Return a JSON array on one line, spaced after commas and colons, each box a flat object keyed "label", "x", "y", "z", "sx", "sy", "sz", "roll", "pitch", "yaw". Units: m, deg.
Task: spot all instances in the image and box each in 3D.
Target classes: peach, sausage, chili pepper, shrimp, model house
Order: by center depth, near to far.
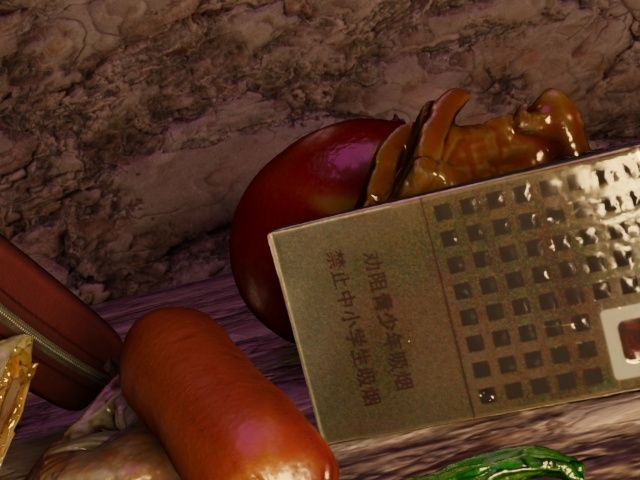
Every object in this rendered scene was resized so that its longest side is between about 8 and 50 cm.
[{"label": "chili pepper", "x": 0.094, "y": 0.145, "z": 0.743, "sx": 0.118, "sy": 0.035, "sz": 0.055, "roll": -5, "pitch": 13, "yaw": -19}, {"label": "sausage", "x": -0.078, "y": 0.121, "z": 0.905, "sx": 0.089, "sy": 0.083, "sz": 0.300, "roll": -7, "pitch": 18, "yaw": -23}, {"label": "shrimp", "x": -0.175, "y": 0.163, "z": 1.079, "sx": 0.168, "sy": 0.077, "sz": 0.317, "roll": -15, "pitch": 10, "yaw": -13}, {"label": "model house", "x": 0.109, "y": 0.004, "z": 1.082, "sx": 0.229, "sy": 0.219, "sz": 0.199, "roll": -16, "pitch": -16, "yaw": -27}, {"label": "peach", "x": 0.000, "y": 0.000, "z": 1.444, "sx": 0.201, "sy": 0.257, "sz": 0.362, "roll": -24, "pitch": 18, "yaw": -40}]

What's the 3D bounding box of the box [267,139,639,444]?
[{"label": "box", "x": 0.136, "y": 0.041, "z": 0.962, "sx": 0.325, "sy": 0.180, "sz": 0.047, "roll": -13, "pitch": 5, "yaw": 15}]

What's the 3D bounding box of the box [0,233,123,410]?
[{"label": "box", "x": -0.345, "y": 0.034, "z": 1.191, "sx": 0.263, "sy": 0.108, "sz": 0.404, "roll": 29, "pitch": -12, "yaw": 30}]

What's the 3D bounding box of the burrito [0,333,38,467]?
[{"label": "burrito", "x": -0.379, "y": 0.173, "z": 1.047, "sx": 0.299, "sy": 0.143, "sz": 0.105, "roll": -12, "pitch": -26, "yaw": -1}]
